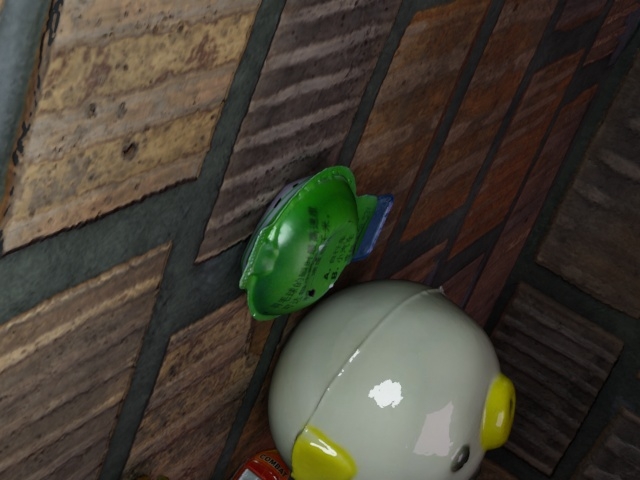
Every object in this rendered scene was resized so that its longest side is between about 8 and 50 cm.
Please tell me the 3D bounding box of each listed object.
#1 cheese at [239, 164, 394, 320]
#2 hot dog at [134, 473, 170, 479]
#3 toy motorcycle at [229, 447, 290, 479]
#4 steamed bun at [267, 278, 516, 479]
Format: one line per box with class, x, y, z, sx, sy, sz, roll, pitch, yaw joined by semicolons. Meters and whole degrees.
cheese;0.000;0.000;1.453;0.320;0.083;0.204;-16;133;-62
hot dog;-0.239;0.391;1.399;0.272;0.122;0.196;-44;157;-34
toy motorcycle;-0.144;0.402;1.715;0.298;0.089;0.171;-33;149;-54
steamed bun;0.089;0.215;1.684;0.334;0.334;0.374;-56;157;-8
